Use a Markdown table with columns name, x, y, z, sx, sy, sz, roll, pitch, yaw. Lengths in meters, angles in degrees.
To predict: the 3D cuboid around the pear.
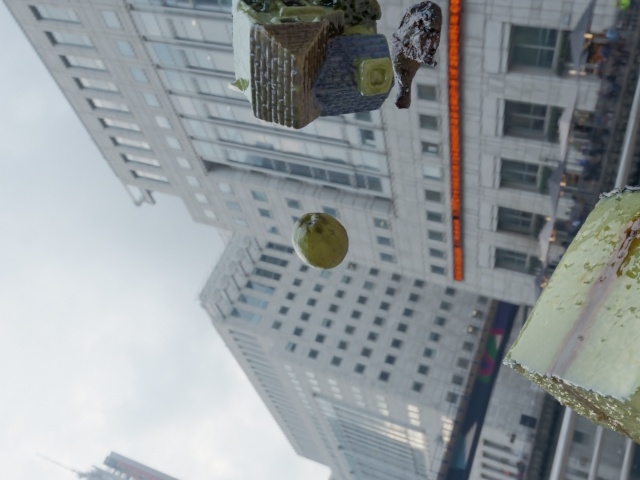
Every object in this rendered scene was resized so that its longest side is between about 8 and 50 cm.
| name | x | y | z | sx | sy | sz | roll | pitch | yaw |
| --- | --- | --- | --- | --- | --- | --- | --- | --- | --- |
| pear | 0.000 | 0.000 | 1.748 | 0.162 | 0.148 | 0.149 | 51 | -128 | -36 |

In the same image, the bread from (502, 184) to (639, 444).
| name | x | y | z | sx | sy | sz | roll | pitch | yaw |
| --- | --- | --- | --- | --- | --- | --- | --- | --- | --- |
| bread | 0.465 | 0.104 | 0.915 | 0.405 | 0.242 | 0.346 | -63 | 15 | 6 |

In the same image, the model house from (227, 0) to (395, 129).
| name | x | y | z | sx | sy | sz | roll | pitch | yaw |
| --- | --- | --- | --- | --- | --- | --- | --- | --- | --- |
| model house | -0.005 | -0.365 | 1.245 | 0.266 | 0.321 | 0.261 | -116 | 23 | -52 |

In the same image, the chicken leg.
| name | x | y | z | sx | sy | sz | roll | pitch | yaw |
| --- | --- | --- | --- | --- | --- | --- | --- | --- | --- |
| chicken leg | 0.266 | -0.525 | 1.863 | 0.083 | 0.177 | 0.322 | -10 | -24 | -27 |
